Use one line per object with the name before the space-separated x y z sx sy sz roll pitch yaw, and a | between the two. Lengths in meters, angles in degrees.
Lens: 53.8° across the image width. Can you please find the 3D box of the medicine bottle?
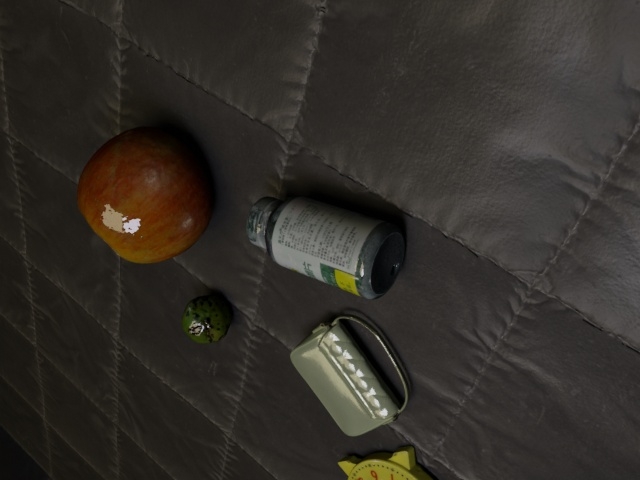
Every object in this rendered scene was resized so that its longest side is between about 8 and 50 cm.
medicine bottle | 0.000 0.000 1.172 0.293 0.141 0.142 20 126 32

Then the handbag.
handbag | 0.075 0.275 1.327 0.219 0.079 0.256 -37 89 36

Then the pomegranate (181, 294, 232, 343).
pomegranate | -0.280 0.199 1.563 0.122 0.122 0.161 47 162 8

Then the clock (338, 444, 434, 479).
clock | 0.167 0.613 1.414 0.277 0.071 0.294 -37 81 43

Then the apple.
apple | -0.389 -0.087 1.366 0.301 0.301 0.302 21 127 31
